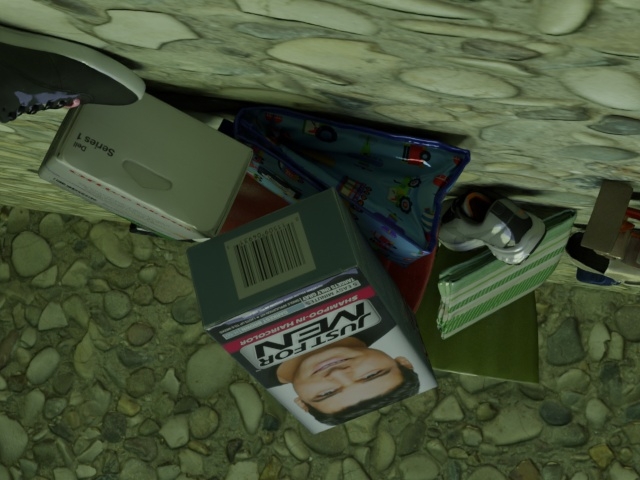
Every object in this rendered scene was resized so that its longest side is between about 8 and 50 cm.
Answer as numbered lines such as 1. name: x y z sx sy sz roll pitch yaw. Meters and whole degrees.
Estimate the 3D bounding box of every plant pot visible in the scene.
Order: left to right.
1. plant pot: 0.000 0.000 1.688 0.265 0.273 0.272 15 179 26
2. plant pot: 0.304 0.112 2.215 0.274 0.294 0.275 8 176 1

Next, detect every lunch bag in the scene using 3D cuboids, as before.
1. lunch bag: 0.012 -0.089 1.400 0.293 0.138 0.221 23 174 0
2. lunch bag: 0.615 0.065 2.511 0.065 0.067 0.098 12 176 -36

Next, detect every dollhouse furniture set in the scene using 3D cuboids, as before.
1. dollhouse furniture set: 0.505 -0.009 1.515 0.259 0.135 0.262 20 -178 31

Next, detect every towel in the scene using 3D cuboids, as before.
1. towel: 0.305 0.061 1.942 0.247 0.038 0.325 -27 160 -6

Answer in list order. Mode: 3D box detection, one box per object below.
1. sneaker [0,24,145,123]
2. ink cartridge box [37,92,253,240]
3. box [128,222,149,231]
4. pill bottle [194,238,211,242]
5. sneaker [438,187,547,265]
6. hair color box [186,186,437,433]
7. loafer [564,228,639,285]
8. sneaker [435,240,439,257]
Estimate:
1. sneaker: -0.312 -0.132 1.118 0.295 0.147 0.104 10 174 -40
2. ink cartridge box: -0.219 -0.093 1.382 0.201 0.117 0.278 27 171 -16
3. box: -0.332 -0.060 2.516 0.153 0.108 0.207 10 176 -15
4. pill bottle: -0.174 -0.040 2.380 0.117 0.117 0.215 5 175 43
5. sneaker: 0.240 -0.040 1.761 0.108 0.100 0.271 43 169 -21
6. hair color box: 0.002 0.100 1.386 0.185 0.114 0.374 -22 148 8
7. loafer: 0.530 0.032 1.954 0.268 0.102 0.092 6 -179 44
8. sneaker: 0.132 -0.021 2.016 0.134 0.146 0.343 21 166 19
